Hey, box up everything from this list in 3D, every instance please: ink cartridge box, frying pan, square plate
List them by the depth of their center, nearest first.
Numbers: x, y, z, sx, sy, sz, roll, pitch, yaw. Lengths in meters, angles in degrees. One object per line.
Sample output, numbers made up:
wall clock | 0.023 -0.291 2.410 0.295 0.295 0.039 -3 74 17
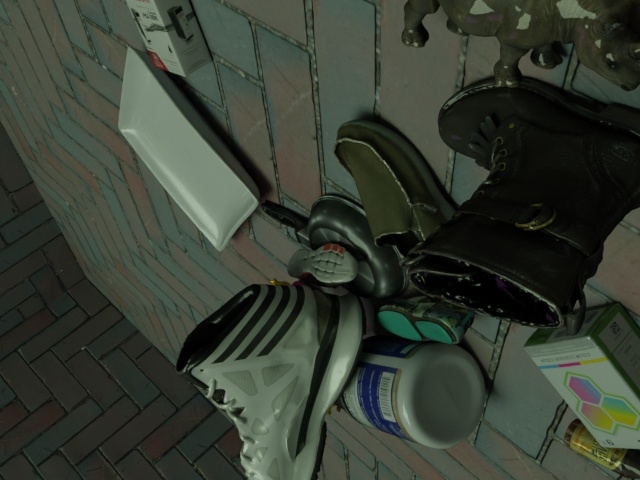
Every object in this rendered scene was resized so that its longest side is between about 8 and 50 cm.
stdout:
ink cartridge box | 0.335 0.173 0.760 0.209 0.062 0.109 52 155 -3
ink cartridge box | -0.233 -0.326 1.038 0.099 0.056 0.135 27 147 43
frying pan | 0.002 -0.016 1.089 0.326 0.053 0.197 36 151 23
square plate | -0.255 -0.161 1.316 0.347 0.049 0.344 51 156 0

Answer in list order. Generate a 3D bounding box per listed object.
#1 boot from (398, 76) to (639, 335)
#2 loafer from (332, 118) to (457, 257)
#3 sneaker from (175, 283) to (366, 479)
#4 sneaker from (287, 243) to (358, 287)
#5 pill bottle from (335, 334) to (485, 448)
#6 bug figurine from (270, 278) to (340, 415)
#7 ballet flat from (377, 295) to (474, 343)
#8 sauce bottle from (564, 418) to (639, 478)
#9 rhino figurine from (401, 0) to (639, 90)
boot | 0.147 -0.040 0.582 0.263 0.229 0.091 22 143 46
loafer | 0.097 -0.039 0.838 0.251 0.087 0.094 49 155 4
sneaker | -0.118 0.262 1.093 0.258 0.447 0.169 14 -166 -16
sneaker | 0.015 0.044 1.046 0.065 0.061 0.158 33 165 -31
pill bottle | 0.120 0.228 1.094 0.153 0.153 0.265 57 155 -14
bug figurine | -0.013 0.180 1.281 0.216 0.072 0.279 -113 -1 -59
ballet flat | 0.152 0.109 0.983 0.070 0.070 0.188 59 158 -16
sauce bottle | 0.370 0.267 0.858 0.128 0.042 0.042 21 142 44
rhino figurine | 0.166 -0.179 0.548 0.243 0.073 0.106 32 153 32
